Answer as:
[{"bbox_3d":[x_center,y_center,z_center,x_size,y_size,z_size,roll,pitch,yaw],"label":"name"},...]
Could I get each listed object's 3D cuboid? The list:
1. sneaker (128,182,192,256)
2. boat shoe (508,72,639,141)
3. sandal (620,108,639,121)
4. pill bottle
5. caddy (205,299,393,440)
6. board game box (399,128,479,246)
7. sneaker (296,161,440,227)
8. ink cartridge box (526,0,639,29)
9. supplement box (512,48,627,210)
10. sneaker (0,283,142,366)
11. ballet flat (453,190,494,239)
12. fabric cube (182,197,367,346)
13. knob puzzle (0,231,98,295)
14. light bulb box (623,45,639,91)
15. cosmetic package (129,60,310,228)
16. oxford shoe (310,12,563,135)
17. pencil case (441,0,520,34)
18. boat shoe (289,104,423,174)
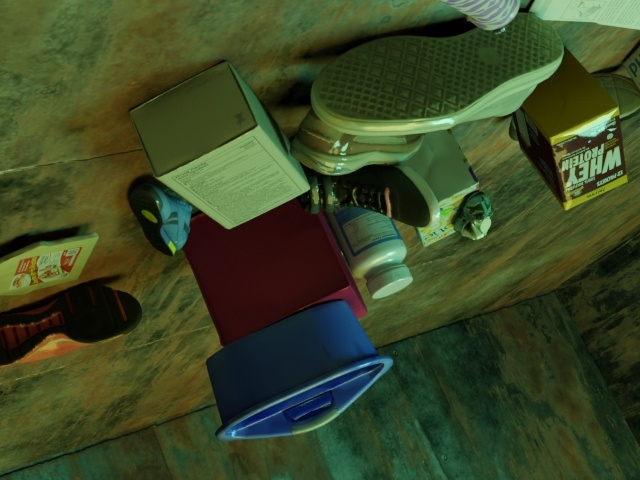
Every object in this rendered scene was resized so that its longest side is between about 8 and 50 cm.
[{"bbox_3d":[-0.257,-0.053,1.547,0.082,0.069,0.209,-54,163,-20],"label":"sneaker"},{"bbox_3d":[0.510,-0.263,1.896,0.285,0.102,0.092,-17,167,-12],"label":"boat shoe"},{"bbox_3d":[0.641,-0.284,2.121,0.179,0.040,0.067,-17,163,28],"label":"sandal"},{"bbox_3d":[0.099,0.001,1.902,0.124,0.221,0.124,-22,164,-7],"label":"pill bottle"},{"bbox_3d":[-0.040,0.252,1.675,0.341,0.179,0.241,-24,163,-4],"label":"caddy"},{"bbox_3d":[0.231,-0.106,1.896,0.142,0.144,0.275,-26,164,4],"label":"board game box"},{"bbox_3d":[0.058,-0.074,1.532,0.147,0.296,0.104,-24,127,-28],"label":"sneaker"},{"bbox_3d":[0.474,-0.427,1.395,0.261,0.066,0.296,5,158,-7],"label":"ink cartridge box"},{"bbox_3d":[0.448,-0.201,1.708,0.129,0.191,0.194,-25,136,2],"label":"supplement box"},{"bbox_3d":[-0.502,0.163,1.808,0.314,0.116,0.136,-14,172,-12],"label":"sneaker"},{"bbox_3d":[0.305,-0.035,1.854,0.070,0.070,0.188,-23,163,-4],"label":"ballet flat"},{"bbox_3d":[-0.087,0.058,1.762,0.259,0.254,0.258,-25,164,3],"label":"fabric cube"},{"bbox_3d":[-0.481,0.039,1.547,0.213,0.030,0.213,-22,164,-7],"label":"knob puzzle"},{"bbox_3d":[0.813,-0.304,1.725,0.225,0.361,0.358,-20,163,-20],"label":"light bulb box"},{"bbox_3d":[-0.136,-0.127,1.378,0.160,0.113,0.309,-26,163,5],"label":"cosmetic package"},{"bbox_3d":[0.178,-0.231,1.415,0.449,0.169,0.130,-21,161,-30],"label":"oxford shoe"},{"bbox_3d":[0.195,-0.341,1.246,0.088,0.086,0.206,-7,172,30],"label":"pencil case"},{"bbox_3d":[0.080,-0.189,1.474,0.324,0.123,0.116,-26,138,-55],"label":"boat shoe"}]
